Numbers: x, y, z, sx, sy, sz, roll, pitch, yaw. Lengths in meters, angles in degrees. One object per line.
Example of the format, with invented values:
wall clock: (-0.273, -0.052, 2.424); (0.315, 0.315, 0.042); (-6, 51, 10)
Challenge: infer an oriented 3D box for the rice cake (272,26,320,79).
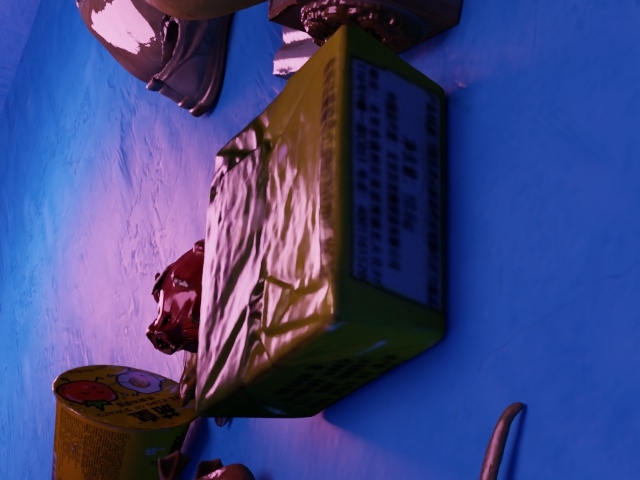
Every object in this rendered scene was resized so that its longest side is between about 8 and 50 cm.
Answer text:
rice cake: (0.006, -0.226, 1.460); (0.226, 0.040, 0.085); (7, 83, 66)

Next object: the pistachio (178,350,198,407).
pistachio: (-0.147, 0.121, 1.571); (0.089, 0.049, 0.173); (97, 173, -59)

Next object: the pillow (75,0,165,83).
pillow: (-0.293, -0.353, 2.059); (0.075, 0.185, 0.302); (-44, 12, -23)

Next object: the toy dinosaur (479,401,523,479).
toy dinosaur: (0.080, 0.267, 0.953); (0.200, 0.072, 0.251); (-88, 15, -52)

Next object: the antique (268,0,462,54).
antique: (0.045, -0.263, 1.261); (0.146, 0.152, 0.148); (-14, 64, 64)

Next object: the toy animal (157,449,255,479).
toy animal: (-0.118, 0.317, 1.354); (0.188, 0.089, 0.179); (-60, 39, 20)

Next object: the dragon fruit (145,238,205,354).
dragon fruit: (-0.121, 0.070, 1.444); (0.166, 0.133, 0.136); (-46, 16, -30)

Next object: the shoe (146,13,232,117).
shoe: (-0.184, -0.319, 1.875); (0.103, 0.098, 0.275); (-26, 52, 56)

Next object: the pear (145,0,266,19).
pear: (-0.125, -0.435, 1.526); (0.348, 0.348, 0.348); (-45, 37, 48)

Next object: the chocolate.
chocolate: (0.000, 0.000, 1.216); (0.289, 0.137, 0.301); (-40, 42, 53)

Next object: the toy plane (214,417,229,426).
toy plane: (-0.109, 0.172, 1.478); (0.078, 0.031, 0.083); (-169, 97, -82)

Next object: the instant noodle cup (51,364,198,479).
instant noodle cup: (-0.249, 0.252, 1.573); (0.182, 0.182, 0.144); (-132, 53, -63)
